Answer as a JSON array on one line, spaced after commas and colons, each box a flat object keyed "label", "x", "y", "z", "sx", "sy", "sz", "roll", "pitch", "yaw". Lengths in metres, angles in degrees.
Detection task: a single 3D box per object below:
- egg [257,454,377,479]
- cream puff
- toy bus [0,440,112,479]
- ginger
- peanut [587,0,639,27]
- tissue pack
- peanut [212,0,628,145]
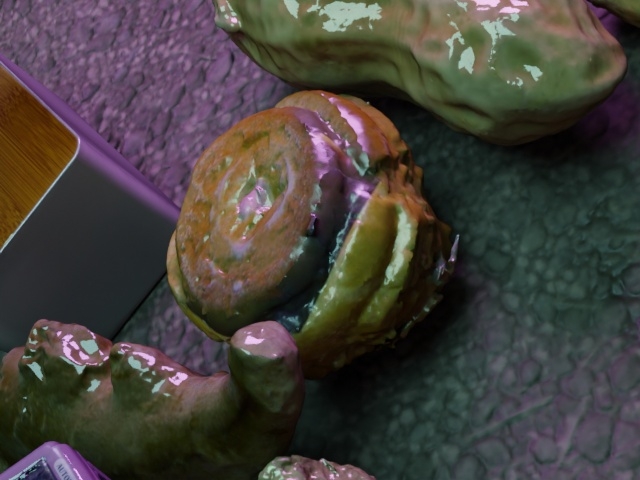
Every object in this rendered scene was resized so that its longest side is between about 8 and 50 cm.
[{"label": "egg", "x": -0.005, "y": 0.186, "z": 0.752, "sx": 0.116, "sy": 0.118, "sz": 0.140, "roll": 17, "pitch": 99, "yaw": 57}, {"label": "cream puff", "x": 0.000, "y": 0.000, "z": 0.842, "sx": 0.189, "sy": 0.129, "sz": 0.189, "roll": -22, "pitch": 58, "yaw": 39}, {"label": "toy bus", "x": -0.122, "y": 0.202, "z": 0.777, "sx": 0.108, "sy": 0.199, "sz": 0.096, "roll": -41, "pitch": 48, "yaw": -5}, {"label": "ginger", "x": -0.114, "y": 0.122, "z": 0.860, "sx": 0.333, "sy": 0.166, "sz": 0.080, "roll": -7, "pitch": 29, "yaw": 38}, {"label": "peanut", "x": 0.234, "y": -0.168, "z": 0.799, "sx": 0.193, "sy": 0.089, "sz": 0.089, "roll": -6, "pitch": 63, "yaw": 34}, {"label": "tissue pack", "x": -0.235, "y": -0.034, "z": 1.024, "sx": 0.159, "sy": 0.136, "sz": 0.246, "roll": -52, "pitch": 48, "yaw": 1}, {"label": "peanut", "x": 0.051, "y": -0.146, "z": 0.871, "sx": 0.325, "sy": 0.153, "sz": 0.140, "roll": 28, "pitch": 125, "yaw": 43}]
